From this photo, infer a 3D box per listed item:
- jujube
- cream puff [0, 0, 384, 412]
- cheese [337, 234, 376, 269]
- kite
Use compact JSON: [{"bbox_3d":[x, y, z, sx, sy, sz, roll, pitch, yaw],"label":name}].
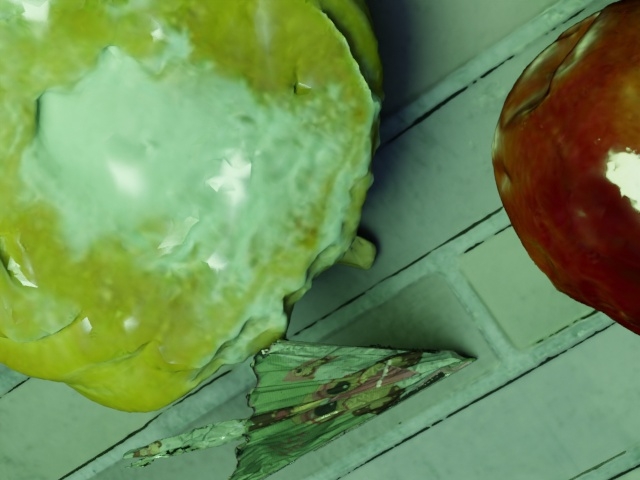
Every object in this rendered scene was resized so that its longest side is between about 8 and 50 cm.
[{"bbox_3d":[0.257,-0.011,0.964,0.318,0.223,0.223,38,116,-7],"label":"jujube"},{"bbox_3d":[-0.146,-0.098,1.037,0.378,0.275,0.378,-5,108,-15],"label":"cream puff"},{"bbox_3d":[0.000,0.000,1.140,0.083,0.044,0.030,15,96,14],"label":"cheese"},{"bbox_3d":[-0.012,0.118,1.122,0.268,0.323,0.013,-16,67,-13],"label":"kite"}]
